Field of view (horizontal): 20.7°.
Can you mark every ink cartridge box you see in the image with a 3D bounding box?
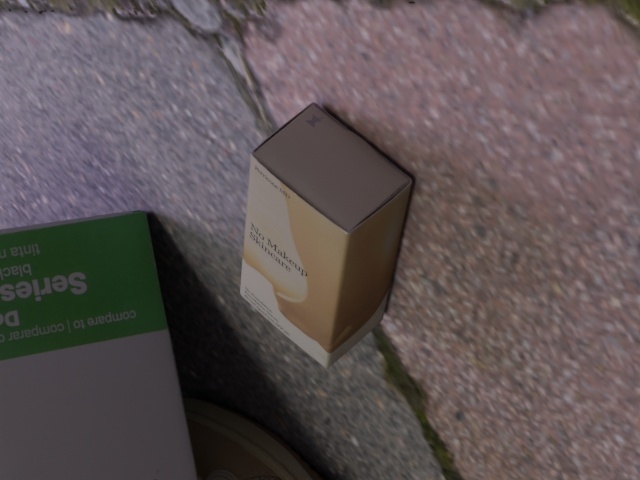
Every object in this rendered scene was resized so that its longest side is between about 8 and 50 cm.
[{"bbox_3d":[-0.159,0.145,0.985,0.211,0.122,0.289,-18,82,61],"label":"ink cartridge box"}]

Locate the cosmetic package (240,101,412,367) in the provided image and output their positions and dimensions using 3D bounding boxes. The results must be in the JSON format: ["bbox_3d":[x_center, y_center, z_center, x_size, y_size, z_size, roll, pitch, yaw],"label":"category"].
[{"bbox_3d":[0.000,0.000,0.766,0.060,0.041,0.115,39,152,20],"label":"cosmetic package"}]

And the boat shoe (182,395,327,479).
[{"bbox_3d":[-0.034,0.182,0.996,0.302,0.098,0.109,26,146,39],"label":"boat shoe"}]
